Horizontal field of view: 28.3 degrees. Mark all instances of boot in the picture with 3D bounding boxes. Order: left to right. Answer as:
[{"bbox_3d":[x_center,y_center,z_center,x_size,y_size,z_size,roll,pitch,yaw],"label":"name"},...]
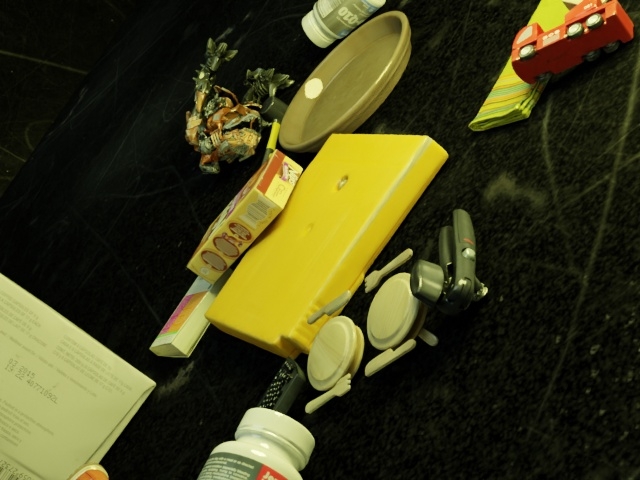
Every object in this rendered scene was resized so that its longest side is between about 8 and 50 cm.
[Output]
[{"bbox_3d":[-0.337,0.371,1.675,0.158,0.059,0.085,-50,27,-4],"label":"boot"}]

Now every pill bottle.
[{"bbox_3d":[-0.077,0.266,1.285,0.108,0.108,0.180,-19,37,51],"label":"pill bottle"},{"bbox_3d":[0.038,-0.395,2.172,0.137,0.078,0.078,-36,26,30],"label":"pill bottle"}]

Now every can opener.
[{"bbox_3d":[0.143,0.017,1.343,0.059,0.073,0.186,-46,12,30],"label":"can opener"}]

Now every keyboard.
[{"bbox_3d":[-0.082,0.218,1.432,0.192,0.038,0.100,-59,22,0],"label":"keyboard"}]

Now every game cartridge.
[{"bbox_3d":[0.000,0.000,1.656,0.323,0.053,0.285,-56,23,-10],"label":"game cartridge"}]

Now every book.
[{"bbox_3d":[-0.187,0.104,1.854,0.096,0.035,0.144,-10,42,59],"label":"book"}]

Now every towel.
[{"bbox_3d":[0.264,-0.235,1.566,0.102,0.021,0.237,-11,44,56],"label":"towel"}]

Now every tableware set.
[{"bbox_3d":[0.055,0.106,1.384,0.194,0.039,0.128,-37,40,41],"label":"tableware set"}]

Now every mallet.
[{"bbox_3d":[-0.072,-0.146,2.046,0.039,0.062,0.189,-30,44,42],"label":"mallet"}]

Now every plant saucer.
[{"bbox_3d":[0.043,-0.239,1.962,0.278,0.041,0.278,-40,25,23],"label":"plant saucer"}]

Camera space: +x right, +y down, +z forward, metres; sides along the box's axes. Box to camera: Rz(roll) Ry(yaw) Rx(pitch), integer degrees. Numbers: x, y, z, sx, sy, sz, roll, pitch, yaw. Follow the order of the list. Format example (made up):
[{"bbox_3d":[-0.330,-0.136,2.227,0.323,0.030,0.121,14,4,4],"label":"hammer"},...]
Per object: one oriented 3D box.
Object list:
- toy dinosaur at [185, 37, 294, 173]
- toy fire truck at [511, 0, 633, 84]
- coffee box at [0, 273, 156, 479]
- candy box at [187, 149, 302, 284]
[{"bbox_3d":[-0.180,-0.222,2.230,0.322,0.164,0.218,17,84,44],"label":"toy dinosaur"},{"bbox_3d":[0.311,-0.269,1.469,0.192,0.047,0.135,-23,38,32],"label":"toy fire truck"},{"bbox_3d":[-0.511,0.227,1.855,0.338,0.338,0.334,-54,22,-11],"label":"coffee box"},{"bbox_3d":[-0.108,-0.032,1.793,0.186,0.053,0.109,-48,11,36],"label":"candy box"}]
